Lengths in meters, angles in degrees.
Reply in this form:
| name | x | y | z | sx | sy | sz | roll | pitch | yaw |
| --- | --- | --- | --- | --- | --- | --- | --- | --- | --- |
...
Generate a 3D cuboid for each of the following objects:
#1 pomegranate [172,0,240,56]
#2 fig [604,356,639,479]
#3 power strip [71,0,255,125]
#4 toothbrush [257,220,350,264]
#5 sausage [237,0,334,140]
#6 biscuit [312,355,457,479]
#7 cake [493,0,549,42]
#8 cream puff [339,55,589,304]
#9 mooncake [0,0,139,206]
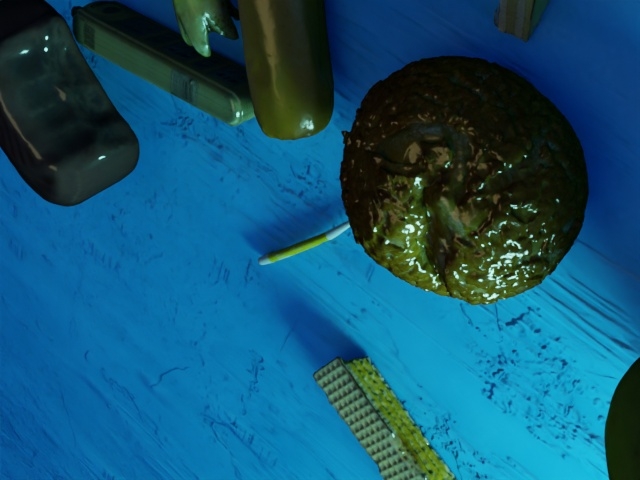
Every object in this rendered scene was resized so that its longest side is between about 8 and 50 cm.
| name | x | y | z | sx | sy | sz | roll | pitch | yaw |
| --- | --- | --- | --- | --- | --- | --- | --- | --- | --- |
| pomegranate | -0.173 | -0.404 | 1.230 | 0.231 | 0.230 | 0.286 | -1 | 152 | 43 |
| fig | 0.402 | 0.229 | 0.982 | 0.239 | 0.271 | 0.239 | 19 | 133 | 21 |
| power strip | -0.232 | -0.272 | 1.408 | 0.388 | 0.092 | 0.066 | 29 | 129 | 27 |
| toothbrush | 0.000 | 0.000 | 1.398 | 0.288 | 0.021 | 0.024 | -22 | 87 | 47 |
| sausage | -0.048 | -0.290 | 1.220 | 0.112 | 0.112 | 0.328 | 13 | 121 | 37 |
| biscuit | 0.129 | 0.332 | 1.441 | 0.378 | 0.054 | 0.094 | 54 | 138 | 5 |
| cake | 0.226 | -0.269 | 1.040 | 0.052 | 0.065 | 0.121 | 38 | 156 | 21 |
| cream puff | 0.149 | -0.060 | 1.094 | 0.303 | 0.212 | 0.303 | 17 | 121 | 30 |
| mooncake | -0.425 | -0.202 | 1.503 | 0.334 | 0.174 | 0.325 | 40 | 154 | 44 |
